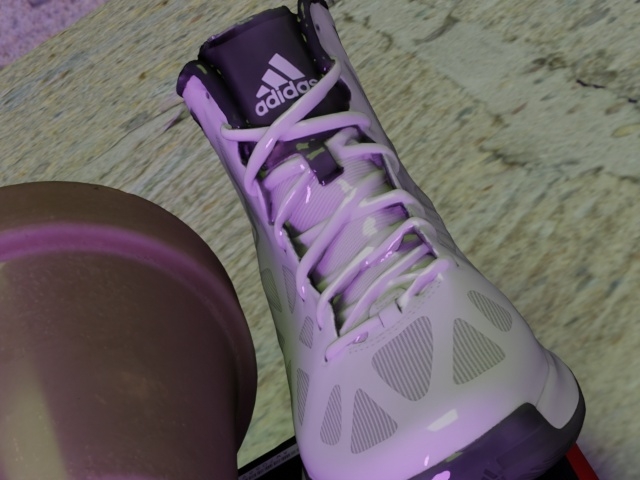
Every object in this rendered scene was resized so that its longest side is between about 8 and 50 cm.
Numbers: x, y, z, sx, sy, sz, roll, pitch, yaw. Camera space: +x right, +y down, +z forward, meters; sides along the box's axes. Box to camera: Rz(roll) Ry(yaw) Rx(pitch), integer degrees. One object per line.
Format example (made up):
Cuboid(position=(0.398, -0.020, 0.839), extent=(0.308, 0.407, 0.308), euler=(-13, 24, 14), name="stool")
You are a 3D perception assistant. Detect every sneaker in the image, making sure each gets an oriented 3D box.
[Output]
Cuboid(position=(-0.001, 0.000, 1.090), extent=(0.169, 0.257, 0.447), euler=(-31, 17, 0), name="sneaker")

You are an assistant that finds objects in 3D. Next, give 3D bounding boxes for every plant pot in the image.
Cuboid(position=(-0.147, 0.128, 1.054), extent=(0.263, 0.263, 0.229), euler=(-31, 33, 2), name="plant pot")

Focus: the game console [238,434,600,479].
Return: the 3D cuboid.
Cuboid(position=(-0.019, 0.213, 1.065), extent=(0.387, 0.060, 0.342), euler=(-30, 16, 2), name="game console")
